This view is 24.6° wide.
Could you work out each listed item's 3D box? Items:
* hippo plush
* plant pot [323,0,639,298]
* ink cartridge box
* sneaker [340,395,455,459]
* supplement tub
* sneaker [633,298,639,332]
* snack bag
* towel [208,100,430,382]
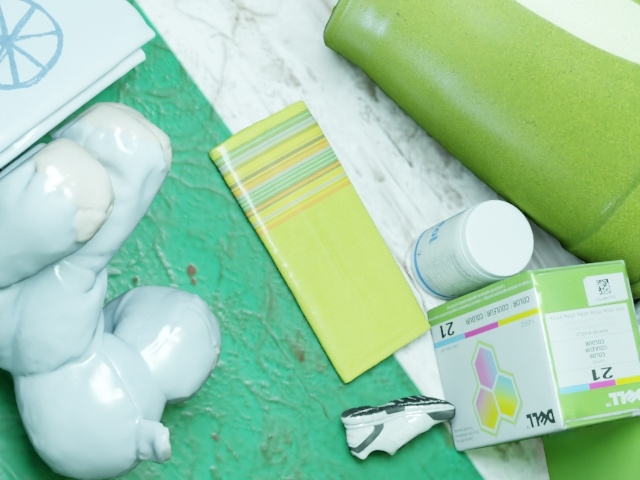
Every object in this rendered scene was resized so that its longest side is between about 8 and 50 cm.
[{"bbox_3d":[-0.174,0.057,1.070,0.236,0.234,0.294,54,50,-11],"label":"hippo plush"},{"bbox_3d":[0.206,-0.194,1.276,0.353,0.366,0.366,29,66,-3],"label":"plant pot"},{"bbox_3d":[0.195,0.161,1.241,0.097,0.189,0.255,-5,79,-24],"label":"ink cartridge box"},{"bbox_3d":[0.068,0.161,1.273,0.109,0.040,0.043,-8,96,-23],"label":"sneaker"},{"bbox_3d":[0.132,0.009,1.298,0.071,0.107,0.071,7,73,-23],"label":"supplement tub"},{"bbox_3d":[0.322,0.100,1.287,0.118,0.292,0.110,38,101,-18],"label":"sneaker"},{"bbox_3d":[-0.357,-0.182,1.141,0.342,0.037,0.323,44,63,5],"label":"snack bag"},{"bbox_3d":[0.000,0.000,1.292,0.102,0.021,0.237,-30,91,-23],"label":"towel"}]
